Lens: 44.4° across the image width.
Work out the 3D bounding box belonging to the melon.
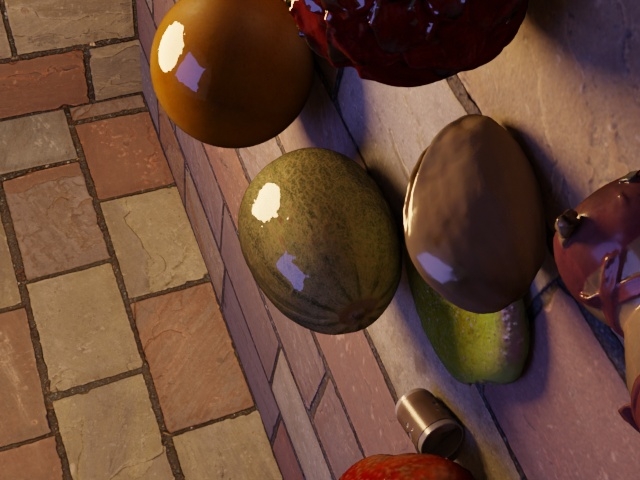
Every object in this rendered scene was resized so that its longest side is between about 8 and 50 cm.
[{"bbox_3d":[0.000,0.000,1.213,0.329,0.249,0.248,-114,18,-47],"label":"melon"}]

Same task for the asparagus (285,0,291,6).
[{"bbox_3d":[-0.062,-0.460,1.406,0.016,0.013,0.166,22,127,55],"label":"asparagus"}]

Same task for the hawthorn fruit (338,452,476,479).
[{"bbox_3d":[0.101,0.469,1.099,0.285,0.369,0.284,30,139,30],"label":"hawthorn fruit"}]

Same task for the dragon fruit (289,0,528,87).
[{"bbox_3d":[0.076,-0.273,0.761,0.299,0.245,0.244,28,132,49],"label":"dragon fruit"}]

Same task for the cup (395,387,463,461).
[{"bbox_3d":[0.177,0.288,1.230,0.074,0.102,0.099,-58,33,12],"label":"cup"}]

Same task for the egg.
[{"bbox_3d":[-0.155,-0.303,1.374,0.351,0.283,0.282,-159,56,-76],"label":"egg"}]

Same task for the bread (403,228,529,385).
[{"bbox_3d":[0.180,0.059,1.051,0.301,0.045,0.301,166,90,-72],"label":"bread"}]

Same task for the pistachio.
[{"bbox_3d":[0.169,-0.029,0.863,0.137,0.153,0.237,128,152,-57],"label":"pistachio"}]

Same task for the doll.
[{"bbox_3d":[0.280,0.067,0.582,0.196,0.152,0.255,48,-155,-47],"label":"doll"}]
